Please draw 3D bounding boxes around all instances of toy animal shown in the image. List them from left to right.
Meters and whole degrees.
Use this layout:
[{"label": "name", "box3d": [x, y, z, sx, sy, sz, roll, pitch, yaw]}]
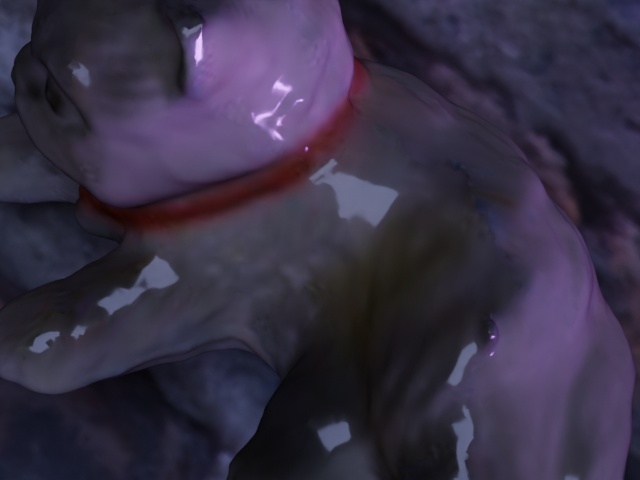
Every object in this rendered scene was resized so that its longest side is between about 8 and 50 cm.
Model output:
[{"label": "toy animal", "box3d": [0.000, 0.000, 0.640, 0.266, 0.188, 0.308, 5, 40, -14]}]
